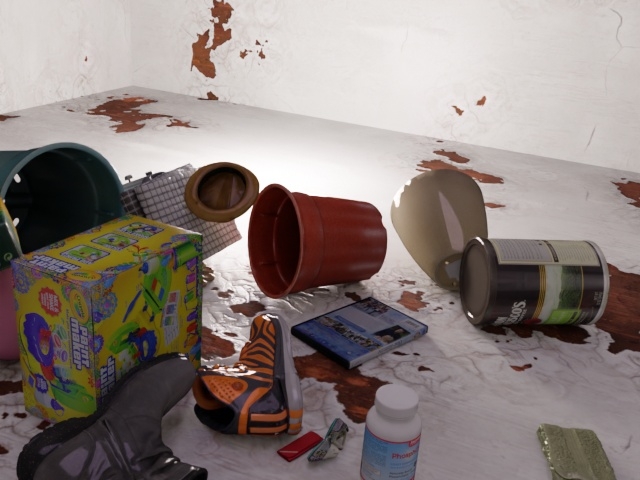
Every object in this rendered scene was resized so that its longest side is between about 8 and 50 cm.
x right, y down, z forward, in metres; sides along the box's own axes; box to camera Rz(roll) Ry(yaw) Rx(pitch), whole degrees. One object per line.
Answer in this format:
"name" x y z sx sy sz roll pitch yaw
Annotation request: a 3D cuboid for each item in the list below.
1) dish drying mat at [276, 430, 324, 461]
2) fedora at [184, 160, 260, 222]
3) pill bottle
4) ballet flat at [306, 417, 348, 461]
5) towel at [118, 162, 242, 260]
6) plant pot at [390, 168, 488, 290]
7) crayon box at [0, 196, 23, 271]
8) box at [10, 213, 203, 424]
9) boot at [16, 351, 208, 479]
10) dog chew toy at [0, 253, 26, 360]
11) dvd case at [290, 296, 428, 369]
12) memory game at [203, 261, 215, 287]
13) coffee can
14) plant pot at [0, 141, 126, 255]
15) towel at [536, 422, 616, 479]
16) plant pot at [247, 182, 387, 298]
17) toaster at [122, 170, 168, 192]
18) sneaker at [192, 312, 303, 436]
"dish drying mat" -0.033 0.343 1.200 0.032 0.008 0.083 22 28 38
"fedora" -0.236 -0.105 1.745 0.195 0.079 0.194 1 54 -1
"pill bottle" 0.111 0.308 1.113 0.087 0.160 0.087 4 23 -1
"ballet flat" 0.018 0.337 1.191 0.041 0.041 0.114 14 25 21
"towel" -0.346 -0.056 1.773 0.121 0.234 0.284 -19 9 29
"plant pot" 0.327 -0.007 1.850 0.257 0.256 0.274 2 36 -6
"crayon box" -0.667 0.007 1.310 0.203 0.083 0.323 -24 21 -19
"box" -0.359 0.141 1.258 0.177 0.289 0.279 15 24 24
"boot" -0.250 0.311 1.076 0.223 0.118 0.338 20 35 27
"dog chew toy" -0.661 0.147 1.325 0.332 0.206 0.207 -18 31 -28
"dvd case" 0.087 0.195 1.563 0.253 0.022 0.180 -16 29 -40
"memory game" -0.351 0.082 1.764 0.186 0.012 0.186 4 22 -2
"coffee can" 0.483 0.094 1.646 0.276 0.201 0.201 1 23 -8
"plant pot" -0.708 -0.076 1.710 0.334 0.340 0.341 10 22 33
"towel" 0.433 0.364 1.215 0.110 0.027 0.148 6 23 2
"plant pot" 0.000 0.000 1.738 0.265 0.272 0.272 -1 22 -32
"toaster" -0.447 -0.066 1.875 0.147 0.226 0.129 -6 15 32
"sneaker" -0.143 0.230 1.301 0.180 0.124 0.321 0 23 -12
